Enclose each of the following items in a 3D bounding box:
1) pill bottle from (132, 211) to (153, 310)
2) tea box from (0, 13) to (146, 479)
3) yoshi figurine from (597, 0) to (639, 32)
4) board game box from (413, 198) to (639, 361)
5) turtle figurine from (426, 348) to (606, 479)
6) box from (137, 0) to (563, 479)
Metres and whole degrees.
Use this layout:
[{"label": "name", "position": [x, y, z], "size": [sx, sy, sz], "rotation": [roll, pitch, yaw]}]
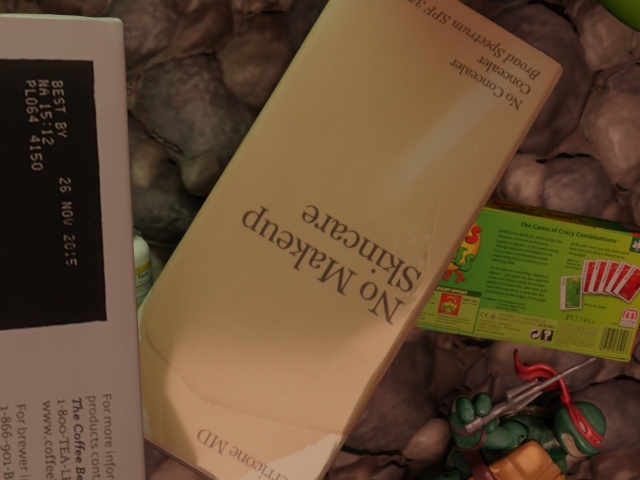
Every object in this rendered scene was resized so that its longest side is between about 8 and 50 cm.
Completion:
[{"label": "pill bottle", "position": [-0.141, 0.032, 0.842], "size": [0.065, 0.065, 0.116], "rotation": [-6, 104, -8]}, {"label": "tea box", "position": [-0.245, 0.068, 0.644], "size": [0.220, 0.323, 0.328], "rotation": [-3, 90, -29]}, {"label": "yoshi figurine", "position": [0.089, -0.252, 0.785], "size": [0.362, 0.203, 0.203], "rotation": [37, 55, -2]}, {"label": "board game box", "position": [0.137, 0.023, 0.900], "size": [0.181, 0.043, 0.092], "rotation": [10, 101, -12]}, {"label": "turtle figurine", "position": [0.129, 0.178, 0.900], "size": [0.234, 0.118, 0.175], "rotation": [-39, 97, 16]}, {"label": "box", "position": [0.000, 0.000, 0.782], "size": [0.148, 0.121, 0.311], "rotation": [30, 83, -2]}]
